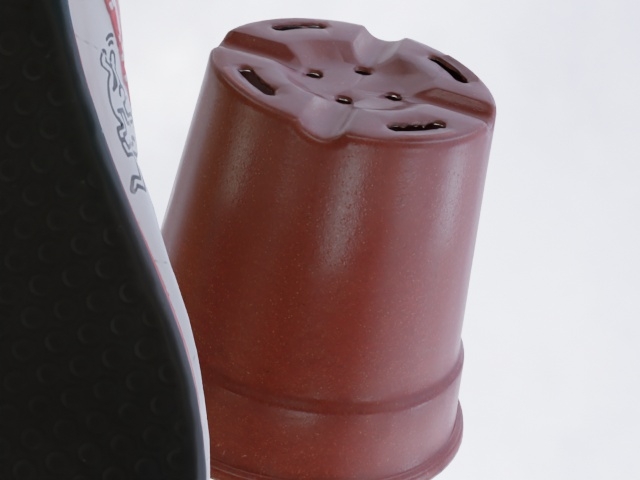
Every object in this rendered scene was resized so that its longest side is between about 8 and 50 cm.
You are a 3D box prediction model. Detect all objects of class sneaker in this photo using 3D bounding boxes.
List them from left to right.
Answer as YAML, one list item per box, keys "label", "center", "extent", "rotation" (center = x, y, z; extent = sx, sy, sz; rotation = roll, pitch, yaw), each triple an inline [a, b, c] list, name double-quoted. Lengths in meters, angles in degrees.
- label: "sneaker"
  center: [-0.079, -0.009, 0.479]
  extent: [0.090, 0.145, 0.270]
  rotation: [-8, -77, -2]

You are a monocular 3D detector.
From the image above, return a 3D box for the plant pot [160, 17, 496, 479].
- label: "plant pot"
  center: [0.000, 0.000, 1.393]
  extent: [0.272, 0.272, 0.265]
  rotation: [35, -55, 35]
